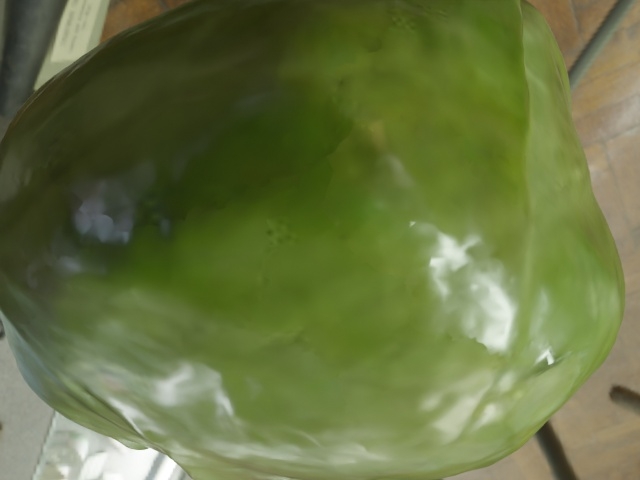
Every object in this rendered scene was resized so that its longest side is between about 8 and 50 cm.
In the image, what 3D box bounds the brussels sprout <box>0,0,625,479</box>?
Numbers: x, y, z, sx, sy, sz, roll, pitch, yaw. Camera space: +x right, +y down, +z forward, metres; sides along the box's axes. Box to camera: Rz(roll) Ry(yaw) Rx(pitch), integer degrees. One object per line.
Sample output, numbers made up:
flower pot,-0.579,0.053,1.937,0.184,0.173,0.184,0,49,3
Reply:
brussels sprout,0.000,0.000,0.475,0.328,0.247,0.328,8,157,3
